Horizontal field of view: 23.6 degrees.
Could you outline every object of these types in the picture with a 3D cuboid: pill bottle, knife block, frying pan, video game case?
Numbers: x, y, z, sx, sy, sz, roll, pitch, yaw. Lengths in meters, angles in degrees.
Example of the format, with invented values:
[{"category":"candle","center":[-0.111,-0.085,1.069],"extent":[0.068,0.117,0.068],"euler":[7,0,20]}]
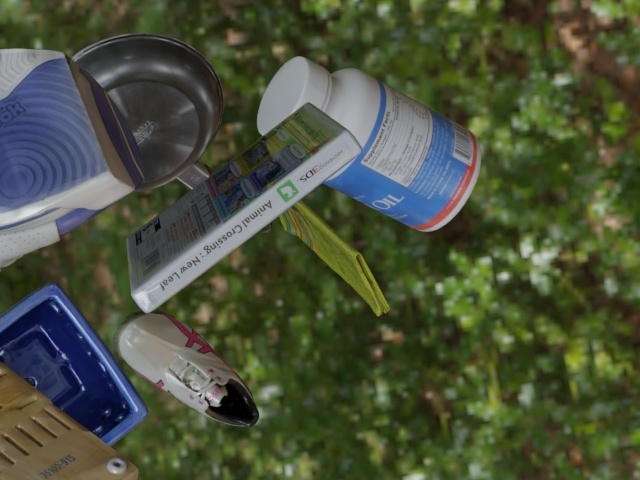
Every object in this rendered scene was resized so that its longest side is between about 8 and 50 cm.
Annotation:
[{"category":"pill bottle","center":[0.048,-0.105,1.602],"extent":[0.124,0.221,0.124],"euler":[-42,34,37]},{"category":"knife block","center":[-0.223,0.238,1.145],"extent":[0.276,0.088,0.242],"euler":[32,129,25]},{"category":"frying pan","center":[-0.178,-0.079,1.636],"extent":[0.053,0.197,0.326],"euler":[-116,5,-48]},{"category":"video game case","center":[-0.065,-0.031,1.174],"extent":[0.023,0.193,0.212],"euler":[53,180,-13]}]

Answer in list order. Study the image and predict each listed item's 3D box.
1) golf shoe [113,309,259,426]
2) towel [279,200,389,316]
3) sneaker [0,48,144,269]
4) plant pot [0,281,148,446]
[{"category":"golf shoe","center":[-0.128,0.128,1.529],"extent":[0.086,0.067,0.186],"euler":[28,172,46]},{"category":"towel","center":[0.000,0.000,1.802],"extent":[0.237,0.021,0.102],"euler":[43,167,50]},{"category":"sneaker","center":[-0.256,-0.009,1.041],"extent":[0.182,0.316,0.127],"euler":[37,-148,-66]},{"category":"plant pot","center":[-0.408,0.207,2.162],"extent":[0.236,0.236,0.212],"euler":[55,170,-11]}]
